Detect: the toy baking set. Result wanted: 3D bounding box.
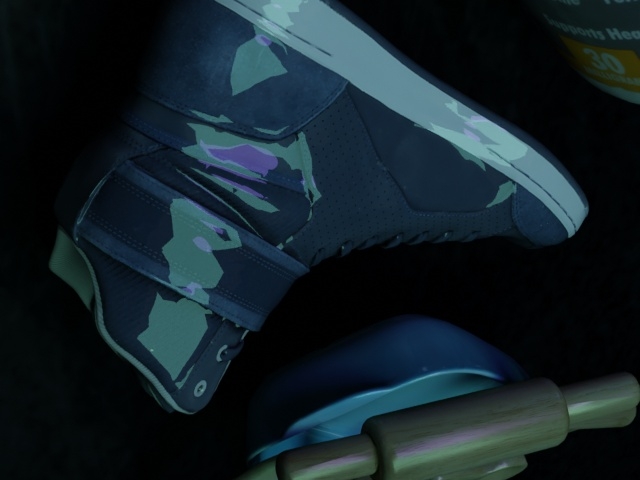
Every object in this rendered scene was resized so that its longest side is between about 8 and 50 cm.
[{"bbox_3d":[0.023,0.118,0.606,0.256,0.030,0.197,-9,155,-24],"label":"toy baking set"}]

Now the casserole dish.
[{"bbox_3d":[0.036,0.076,0.609,0.114,0.037,0.188,-26,156,17],"label":"casserole dish"}]

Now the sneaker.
[{"bbox_3d":[-0.001,-0.001,0.532,0.226,0.086,0.163,27,94,-38],"label":"sneaker"}]

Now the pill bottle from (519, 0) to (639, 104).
[{"bbox_3d":[0.092,-0.176,0.438,0.162,0.162,0.278,-50,135,2],"label":"pill bottle"}]
